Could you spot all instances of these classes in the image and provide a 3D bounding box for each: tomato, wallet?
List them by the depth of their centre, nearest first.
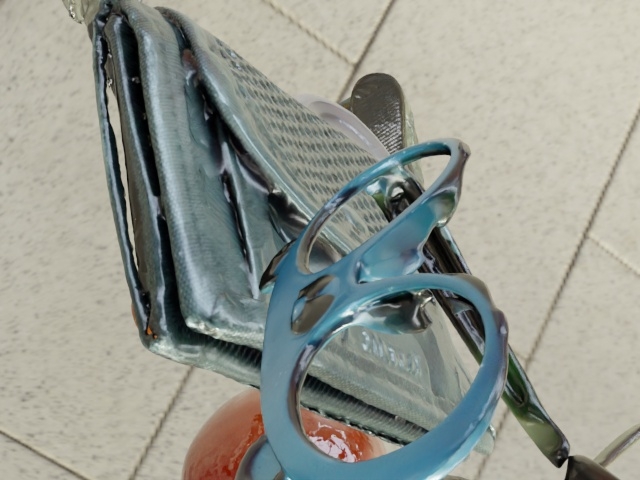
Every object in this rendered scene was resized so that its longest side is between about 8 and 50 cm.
[{"bbox_3d":[0.000,0.000,0.783,0.342,0.075,0.237,30,37,-51],"label":"wallet"},{"bbox_3d":[-0.039,0.346,1.697,0.321,0.321,0.321,4,82,-26],"label":"tomato"}]

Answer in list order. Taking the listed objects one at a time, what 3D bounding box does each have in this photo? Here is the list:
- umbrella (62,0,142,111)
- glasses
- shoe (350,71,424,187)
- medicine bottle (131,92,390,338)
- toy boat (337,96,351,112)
[{"bbox_3d":[-0.244,-0.208,1.688,0.106,0.113,0.357,-8,75,-59],"label":"umbrella"},{"bbox_3d":[0.080,0.046,0.500,0.207,0.239,0.102,18,117,-12],"label":"glasses"},{"bbox_3d":[0.112,-0.131,1.950,0.103,0.098,0.275,-2,102,15],"label":"shoe"},{"bbox_3d":[-0.063,0.002,1.213,0.157,0.289,0.157,35,29,-23],"label":"medicine bottle"},{"bbox_3d":[-0.004,-0.148,2.092,0.246,0.103,0.093,-35,140,-10],"label":"toy boat"}]
